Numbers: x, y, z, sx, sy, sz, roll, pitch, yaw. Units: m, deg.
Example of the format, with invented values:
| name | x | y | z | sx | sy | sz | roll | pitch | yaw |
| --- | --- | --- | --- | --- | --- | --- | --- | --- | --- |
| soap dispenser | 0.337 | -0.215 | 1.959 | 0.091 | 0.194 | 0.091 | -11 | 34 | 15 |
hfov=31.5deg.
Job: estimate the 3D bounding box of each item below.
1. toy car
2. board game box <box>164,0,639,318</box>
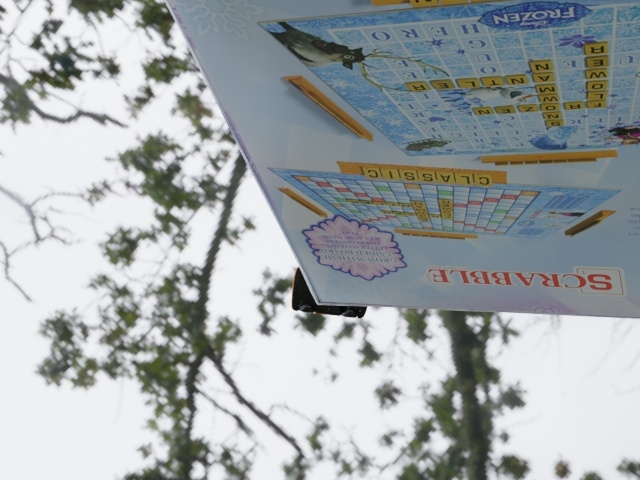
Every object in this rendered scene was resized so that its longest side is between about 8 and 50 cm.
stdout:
| name | x | y | z | sx | sy | sz | roll | pitch | yaw |
| --- | --- | --- | --- | --- | --- | --- | --- | --- | --- |
| toy car | 0.000 | 0.000 | 0.839 | 0.060 | 0.040 | 0.122 | -11 | -87 | 1 |
| board game box | 0.106 | -0.073 | 0.562 | 0.318 | 0.318 | 0.066 | 66 | -147 | -49 |
